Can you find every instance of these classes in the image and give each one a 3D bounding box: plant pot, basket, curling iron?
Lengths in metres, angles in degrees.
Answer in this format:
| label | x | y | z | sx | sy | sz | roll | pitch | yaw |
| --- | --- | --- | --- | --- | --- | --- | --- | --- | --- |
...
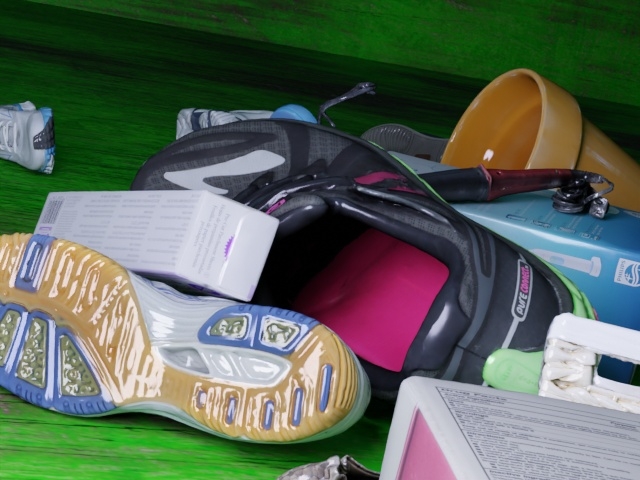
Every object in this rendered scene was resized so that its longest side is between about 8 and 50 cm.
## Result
| label | x | y | z | sx | sy | sz | roll | pitch | yaw |
| --- | --- | --- | --- | --- | --- | --- | --- | --- | --- |
| plant pot | 0.260 | -0.062 | 2.097 | 0.188 | 0.205 | 0.205 | 24 | 6 | -23 |
| basket | 0.185 | 0.123 | 1.176 | 0.113 | 0.103 | 0.167 | 15 | -13 | 9 |
| curling iron | 0.152 | -0.047 | 1.638 | 0.274 | 0.035 | 0.068 | 2 | 17 | -35 |

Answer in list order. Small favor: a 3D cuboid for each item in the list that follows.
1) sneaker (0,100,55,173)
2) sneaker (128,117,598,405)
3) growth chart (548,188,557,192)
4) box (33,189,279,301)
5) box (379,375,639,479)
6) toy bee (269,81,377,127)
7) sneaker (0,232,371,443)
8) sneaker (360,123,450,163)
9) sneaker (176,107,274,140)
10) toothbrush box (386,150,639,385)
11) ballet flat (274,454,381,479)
| label | x | y | z | sx | sy | sz | roll | pitch | yaw |
| --- | --- | --- | --- | --- | --- | --- | --- | --- | --- |
| sneaker | -0.333 | -0.110 | 1.994 | 0.083 | 0.071 | 0.191 | 1 | 7 | -22 |
| sneaker | 0.000 | 0.000 | 1.435 | 0.202 | 0.185 | 0.483 | 25 | -2 | -44 |
| growth chart | 0.313 | 0.019 | 1.910 | 0.237 | 0.021 | 0.172 | 14 | 38 | -21 |
| box | -0.136 | 0.001 | 1.422 | 0.063 | 0.067 | 0.324 | 23 | -10 | -26 |
| box | 0.116 | 0.170 | 0.943 | 0.149 | 0.127 | 0.232 | 10 | 11 | -9 |
| toy bee | -0.038 | -0.045 | 1.850 | 0.195 | 0.162 | 0.298 | -24 | 9 | -15 |
| sneaker | -0.108 | 0.079 | 1.269 | 0.296 | 0.112 | 0.131 | 18 | -5 | 17 |
| sneaker | 0.151 | -0.085 | 2.387 | 0.222 | 0.083 | 0.118 | 13 | -10 | 40 |
| sneaker | -0.064 | -0.102 | 2.140 | 0.153 | 0.094 | 0.235 | -1 | 5 | -20 |
| toothbrush box | 0.164 | 0.019 | 1.721 | 0.295 | 0.126 | 0.216 | 15 | 13 | 11 |
| ballet flat | 0.090 | 0.167 | 1.102 | 0.250 | 0.058 | 0.084 | 11 | 12 | -9 |
